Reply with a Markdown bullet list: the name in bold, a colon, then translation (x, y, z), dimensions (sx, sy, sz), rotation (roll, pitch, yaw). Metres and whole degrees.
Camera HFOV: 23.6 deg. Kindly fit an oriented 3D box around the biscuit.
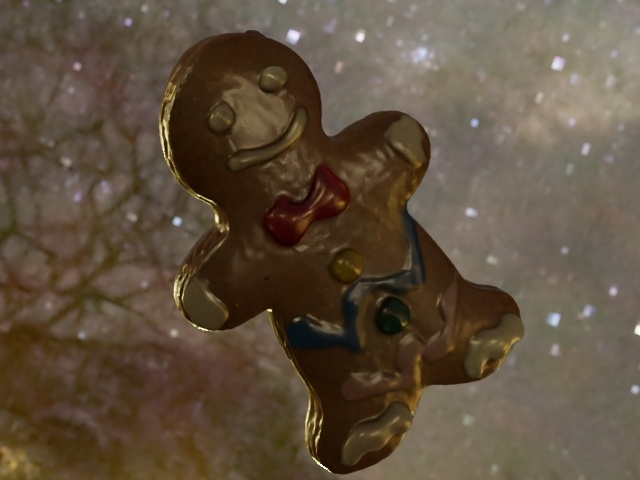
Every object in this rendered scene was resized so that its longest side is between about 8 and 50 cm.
- **biscuit**: translation (0.000, 0.000, 0.678), dimensions (0.205, 0.138, 0.031), rotation (58, -14, -15)
